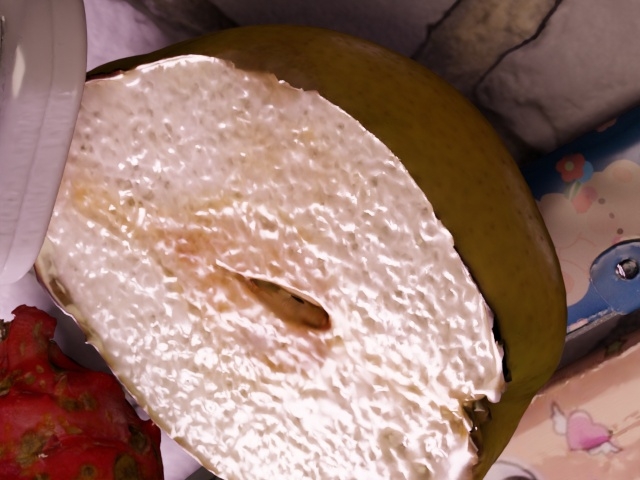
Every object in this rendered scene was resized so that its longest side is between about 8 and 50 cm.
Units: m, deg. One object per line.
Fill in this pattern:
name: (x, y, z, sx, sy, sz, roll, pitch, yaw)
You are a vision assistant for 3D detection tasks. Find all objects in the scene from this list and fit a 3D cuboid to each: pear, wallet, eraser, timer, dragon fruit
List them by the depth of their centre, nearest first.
timer: (-0.244, -0.110, 1.155, 0.087, 0.237, 0.262, -5, 131, -34)
pear: (0.000, 0.000, 1.196, 0.386, 0.191, 0.340, 32, 130, 20)
wallet: (0.210, -0.015, 1.250, 0.202, 0.059, 0.141, -28, 108, 21)
eraser: (0.201, 0.175, 1.342, 0.290, 0.087, 0.171, -29, 108, 19)
dragon fruit: (-0.220, 0.187, 1.357, 0.205, 0.210, 0.268, -13, 76, 5)

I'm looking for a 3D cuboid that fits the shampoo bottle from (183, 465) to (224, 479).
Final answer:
shampoo bottle: (-0.067, 0.219, 1.395, 0.078, 0.134, 0.359, 41, 119, -16)
